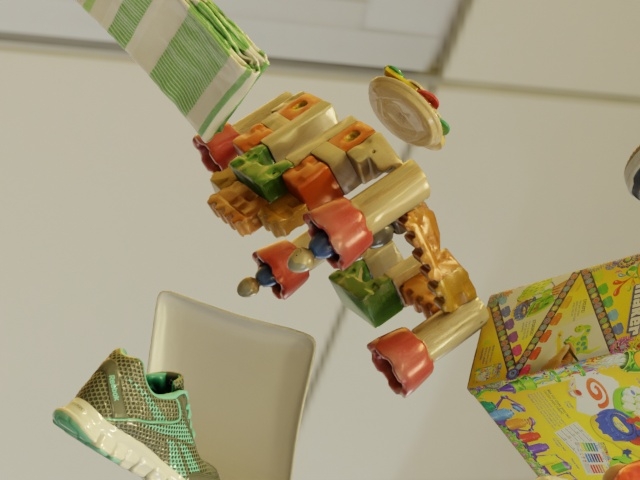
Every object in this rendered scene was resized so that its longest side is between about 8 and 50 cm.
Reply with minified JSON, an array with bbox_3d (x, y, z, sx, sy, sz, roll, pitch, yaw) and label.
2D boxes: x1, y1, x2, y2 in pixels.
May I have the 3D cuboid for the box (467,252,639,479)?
[{"bbox_3d":[0.398,0.195,2.231,0.279,0.290,0.177,-17,-144,33],"label":"box"}]

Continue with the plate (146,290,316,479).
[{"bbox_3d":[-0.138,0.235,2.495,0.278,0.045,0.277,16,-76,26],"label":"plate"}]

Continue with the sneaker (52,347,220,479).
[{"bbox_3d":[-0.110,0.129,1.162,0.065,0.166,0.076,25,-102,37],"label":"sneaker"}]

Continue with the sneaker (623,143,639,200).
[{"bbox_3d":[0.423,-0.055,1.722,0.282,0.099,0.153,-36,-120,54],"label":"sneaker"}]

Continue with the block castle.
[{"bbox_3d":[0.000,0.000,2.267,0.453,0.213,0.303,36,-24,58],"label":"block castle"}]

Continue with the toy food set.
[{"bbox_3d":[0.077,-0.113,1.464,0.083,0.020,0.082,38,-23,12],"label":"toy food set"}]

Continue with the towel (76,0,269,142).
[{"bbox_3d":[-0.219,-0.287,2.154,0.325,0.038,0.248,45,-27,0],"label":"towel"}]

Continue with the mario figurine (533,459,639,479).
[{"bbox_3d":[0.300,0.337,1.757,0.320,0.170,0.198,-34,-88,32],"label":"mario figurine"}]
